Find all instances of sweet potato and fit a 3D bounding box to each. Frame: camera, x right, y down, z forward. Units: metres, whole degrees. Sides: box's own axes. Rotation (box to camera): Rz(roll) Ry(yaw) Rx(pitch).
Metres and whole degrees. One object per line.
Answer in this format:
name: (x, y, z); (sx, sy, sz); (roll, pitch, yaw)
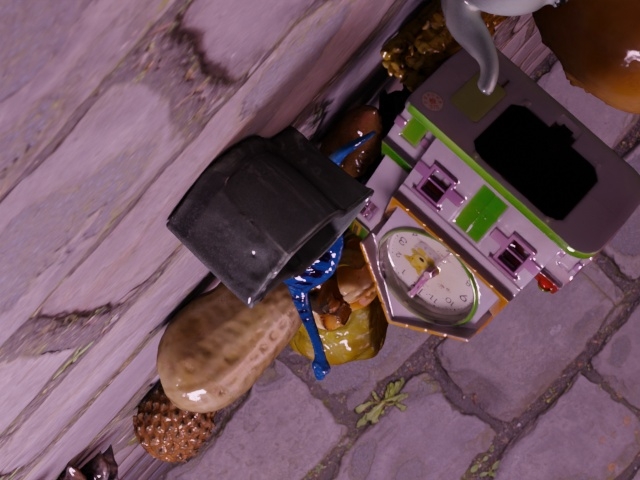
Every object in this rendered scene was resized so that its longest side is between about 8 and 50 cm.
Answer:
sweet potato: (0.030, -0.099, 1.551); (0.060, 0.068, 0.206); (-20, 172, -18)

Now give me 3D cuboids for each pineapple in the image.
pineapple: (-0.164, 0.197, 1.984); (0.130, 0.119, 0.277); (23, 117, -37)

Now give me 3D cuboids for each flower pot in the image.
flower pot: (-0.040, -0.030, 1.264); (0.103, 0.108, 0.229); (-49, 176, 19)

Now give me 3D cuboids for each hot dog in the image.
hot dog: (0.047, 0.014, 1.653); (0.109, 0.072, 0.269); (-41, -168, 35)

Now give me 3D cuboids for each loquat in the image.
loquat: (0.392, -0.305, 1.573); (0.328, 0.328, 0.328); (-47, 175, -6)

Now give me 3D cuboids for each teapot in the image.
teapot: (0.194, -0.276, 1.180); (0.294, 0.129, 0.193); (-48, 176, 16)

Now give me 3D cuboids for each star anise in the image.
star anise: (-0.361, 0.392, 1.975); (0.230, 0.081, 0.262); (-59, 180, -33)

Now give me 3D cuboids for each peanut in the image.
peanut: (-0.099, 0.092, 1.653); (0.253, 0.137, 0.122); (-47, 133, -5)

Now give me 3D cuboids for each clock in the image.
clock: (0.151, -0.014, 1.445); (0.166, 0.235, 0.309); (-43, 172, -35)

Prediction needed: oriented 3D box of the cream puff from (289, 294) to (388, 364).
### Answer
cream puff: (0.005, 0.035, 1.872); (0.282, 0.185, 0.282); (2, 90, -76)

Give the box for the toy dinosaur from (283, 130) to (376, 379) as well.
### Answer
toy dinosaur: (-0.024, -0.005, 1.493); (0.076, 0.144, 0.329); (-26, 138, -44)

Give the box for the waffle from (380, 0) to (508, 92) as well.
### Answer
waffle: (0.142, -0.237, 1.417); (0.193, 0.070, 0.197); (-48, 172, 11)

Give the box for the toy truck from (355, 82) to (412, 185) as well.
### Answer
toy truck: (0.124, -0.143, 1.611); (0.224, 0.147, 0.165); (129, -35, -60)
